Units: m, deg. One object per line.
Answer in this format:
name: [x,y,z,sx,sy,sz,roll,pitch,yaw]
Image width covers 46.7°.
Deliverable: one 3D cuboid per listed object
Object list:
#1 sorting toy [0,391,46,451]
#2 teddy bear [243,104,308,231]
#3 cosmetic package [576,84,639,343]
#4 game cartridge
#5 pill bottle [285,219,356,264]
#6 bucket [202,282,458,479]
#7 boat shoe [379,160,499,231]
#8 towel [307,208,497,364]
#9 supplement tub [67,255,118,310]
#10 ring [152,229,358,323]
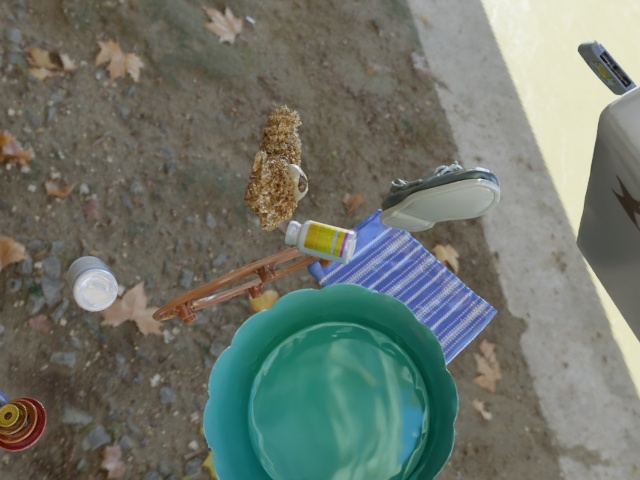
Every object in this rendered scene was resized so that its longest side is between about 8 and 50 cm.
sorting toy: [-0.296,0.158,0.655,0.101,0.042,0.061,-9,60,-1]
teddy bear: [-0.078,-0.144,1.498,0.113,0.338,0.245,14,95,-4]
cosmetic package: [0.425,0.003,0.466,0.329,0.393,0.327,63,8,19]
game cartridge: [0.348,-0.208,0.900,0.083,0.017,0.056,45,12,-9]
pill bottle: [0.000,0.000,0.920,0.083,0.043,0.043,15,47,9]
bucket: [0.014,0.196,0.850,0.281,0.183,0.281,-1,75,3]
boat shoe: [0.195,-0.089,1.252,0.116,0.319,0.099,16,76,-17]
towel: [0.165,0.100,1.500,0.243,0.040,0.336,-36,70,-31]
supplement tub: [-0.376,0.070,1.219,0.071,0.107,0.071,-6,105,-23]
ring: [-0.094,0.063,1.138,0.336,0.336,0.032,-19,82,-41]
